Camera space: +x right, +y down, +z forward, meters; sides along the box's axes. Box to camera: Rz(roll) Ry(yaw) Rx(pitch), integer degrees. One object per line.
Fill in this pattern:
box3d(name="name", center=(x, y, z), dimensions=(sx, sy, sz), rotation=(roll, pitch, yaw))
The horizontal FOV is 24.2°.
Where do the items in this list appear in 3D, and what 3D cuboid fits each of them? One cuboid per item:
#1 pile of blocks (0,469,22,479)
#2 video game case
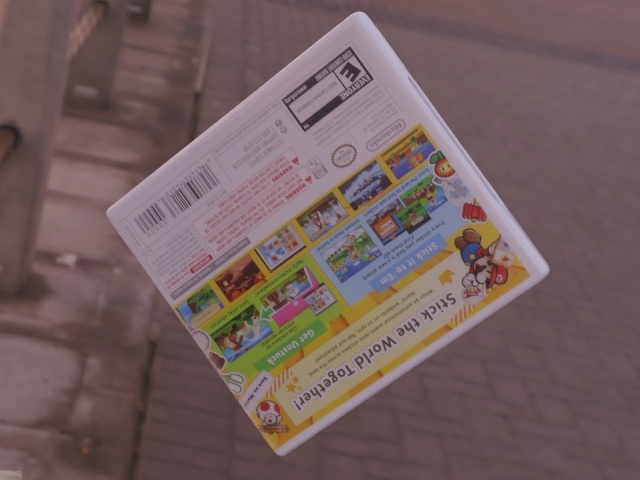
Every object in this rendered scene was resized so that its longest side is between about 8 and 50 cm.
box3d(name="pile of blocks", center=(-0.209, 0.290, 0.868), dimensions=(0.112, 0.362, 0.149), rotation=(8, 28, -32))
box3d(name="video game case", center=(0.000, 0.000, 0.979), dimensions=(0.206, 0.227, 0.026), rotation=(54, 20, 2))
